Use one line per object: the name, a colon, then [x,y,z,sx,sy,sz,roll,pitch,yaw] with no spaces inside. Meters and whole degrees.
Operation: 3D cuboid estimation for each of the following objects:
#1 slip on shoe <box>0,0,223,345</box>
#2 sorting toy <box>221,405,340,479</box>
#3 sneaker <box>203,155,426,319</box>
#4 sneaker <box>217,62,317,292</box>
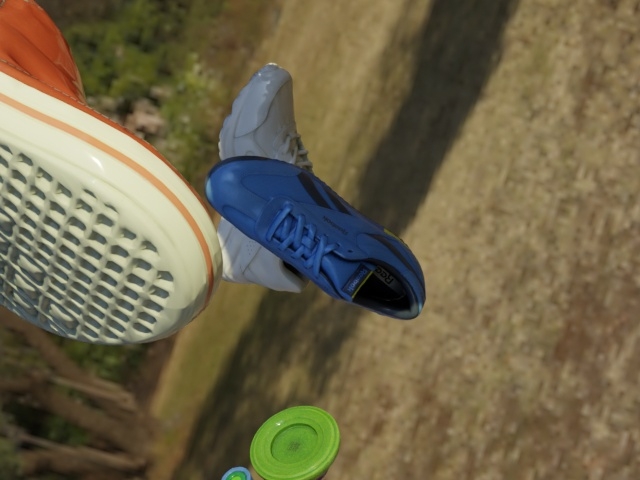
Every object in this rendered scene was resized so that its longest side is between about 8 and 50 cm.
slip on shoe: [-0.138,-0.058,0.629,0.101,0.331,0.123,-37,-52,-22]
sorting toy: [-0.019,0.142,0.849,0.042,0.061,0.102,66,-149,-43]
sneaker: [0.000,0.000,1.285,0.069,0.209,0.082,-54,18,17]
sneaker: [-0.031,-0.054,1.475,0.090,0.115,0.232,-43,-36,-50]
